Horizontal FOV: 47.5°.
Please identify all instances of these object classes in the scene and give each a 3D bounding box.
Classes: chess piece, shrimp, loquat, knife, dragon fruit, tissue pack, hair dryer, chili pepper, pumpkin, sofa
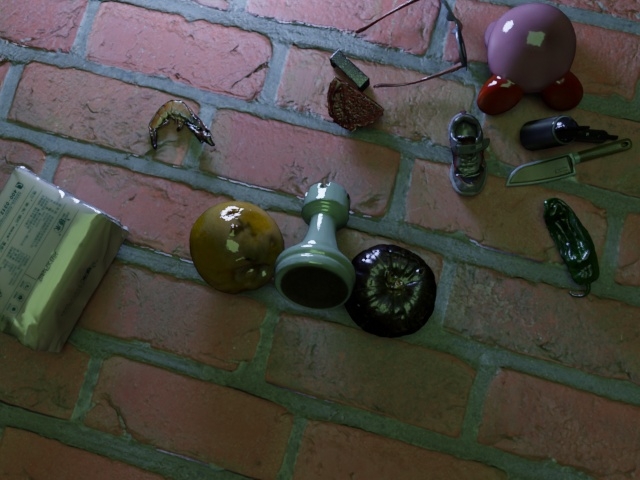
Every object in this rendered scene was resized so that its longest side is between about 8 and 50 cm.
[{"bbox_3d":[0.000,0.000,1.768,0.194,0.195,0.299,6,49,5],"label":"chess piece"},{"bbox_3d":[-0.380,-0.283,1.947,0.148,0.035,0.195,-42,74,-6],"label":"shrimp"},{"bbox_3d":[-0.210,0.012,1.802,0.243,0.244,0.244,-1,80,3],"label":"loquat"},{"bbox_3d":[0.640,-0.196,1.875,0.342,0.027,0.061,-14,84,1],"label":"knife"},{"bbox_3d":[0.080,-0.347,1.915,0.162,0.083,0.106,32,105,-3],"label":"dragon fruit"},{"bbox_3d":[-0.707,0.051,1.825,0.297,0.207,0.380,29,83,10],"label":"tissue pack"},{"bbox_3d":[0.659,-0.270,1.825,0.248,0.195,0.078,-1,93,-18],"label":"hair dryer"},{"bbox_3d":[0.630,0.012,1.821,0.100,0.074,0.257,-22,75,3],"label":"chili pepper"},{"bbox_3d":[0.168,0.125,1.782,0.237,0.159,0.238,-1,75,3],"label":"pumpkin"},{"bbox_3d":[0.078,-0.449,1.936,0.039,0.060,0.118,-45,82,2],"label":"sofa"}]

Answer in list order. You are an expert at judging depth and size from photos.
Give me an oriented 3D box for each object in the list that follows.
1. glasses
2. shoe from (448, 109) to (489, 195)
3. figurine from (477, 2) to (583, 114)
[{"bbox_3d":[0.248,-0.527,1.941,0.268,0.118,0.234,-19,81,15],"label":"glasses"},{"bbox_3d":[0.380,-0.231,1.848,0.099,0.125,0.228,-5,78,0],"label":"shoe"},{"bbox_3d":[0.536,-0.473,1.834,0.269,0.211,0.262,-1,80,3],"label":"figurine"}]
